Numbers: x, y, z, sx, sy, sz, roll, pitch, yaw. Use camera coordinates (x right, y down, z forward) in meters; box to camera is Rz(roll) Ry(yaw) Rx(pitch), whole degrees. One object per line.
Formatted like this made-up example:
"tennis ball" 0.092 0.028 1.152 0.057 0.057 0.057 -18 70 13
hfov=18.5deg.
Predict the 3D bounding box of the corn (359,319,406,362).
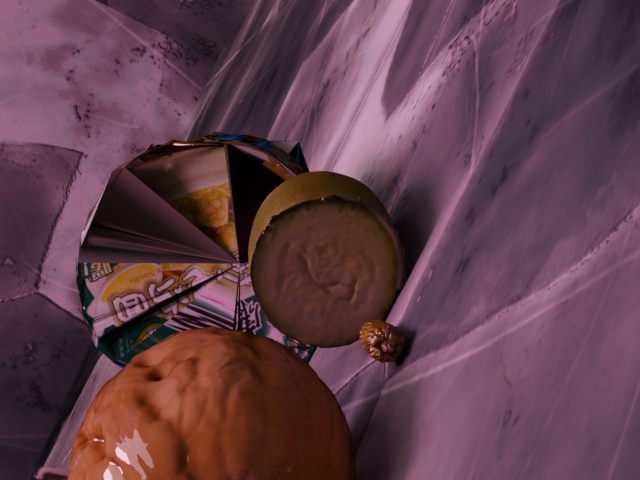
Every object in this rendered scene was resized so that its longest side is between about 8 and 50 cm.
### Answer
"corn" 0.043 0.069 1.385 0.028 0.027 0.083 -47 7 0

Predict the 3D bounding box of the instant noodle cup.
"instant noodle cup" -0.089 0.008 1.734 0.240 0.240 0.178 -62 2 12

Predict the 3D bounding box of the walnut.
"walnut" -0.071 0.159 1.303 0.195 0.195 0.222 -62 17 10

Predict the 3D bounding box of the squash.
"squash" 0.000 0.000 1.531 0.123 0.123 0.187 -62 10 13

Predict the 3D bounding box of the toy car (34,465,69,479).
"toy car" -0.192 0.322 1.638 0.158 0.172 0.235 99 -172 -62
